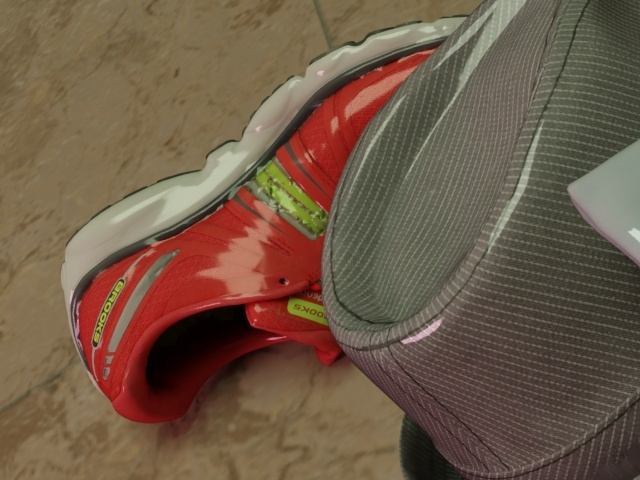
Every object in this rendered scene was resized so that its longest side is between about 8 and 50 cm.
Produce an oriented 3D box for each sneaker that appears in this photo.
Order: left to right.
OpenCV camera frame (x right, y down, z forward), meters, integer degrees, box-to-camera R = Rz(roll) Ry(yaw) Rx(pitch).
[{"bbox_3d":[0.000,0.000,0.777,0.279,0.107,0.118,-35,54,16],"label":"sneaker"}]

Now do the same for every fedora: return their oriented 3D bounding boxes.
[{"bbox_3d":[0.094,-0.021,0.616,0.275,0.124,0.243,-59,21,-19],"label":"fedora"}]

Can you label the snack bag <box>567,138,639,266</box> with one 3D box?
[{"bbox_3d":[0.295,0.002,0.423,0.323,0.037,0.342,-32,50,-10],"label":"snack bag"}]
